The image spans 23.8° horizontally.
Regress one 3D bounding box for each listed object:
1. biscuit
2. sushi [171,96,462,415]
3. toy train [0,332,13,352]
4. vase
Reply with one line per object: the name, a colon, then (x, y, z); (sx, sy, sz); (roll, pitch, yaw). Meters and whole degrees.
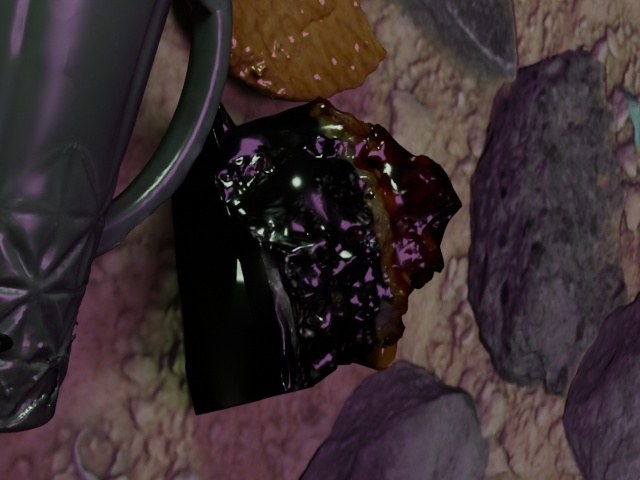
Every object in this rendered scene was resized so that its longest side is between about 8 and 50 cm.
biscuit: (-0.037, -0.174, 0.946); (0.144, 0.033, 0.224); (-49, 128, -29)
sushi: (0.000, 0.000, 0.925); (0.150, 0.153, 0.172); (-10, 83, -26)
toy train: (-0.251, 0.030, 0.572); (0.202, 0.266, 0.145); (43, 64, -34)
vase: (-0.150, -0.060, 0.763); (0.251, 0.156, 0.301); (6, 97, -46)
